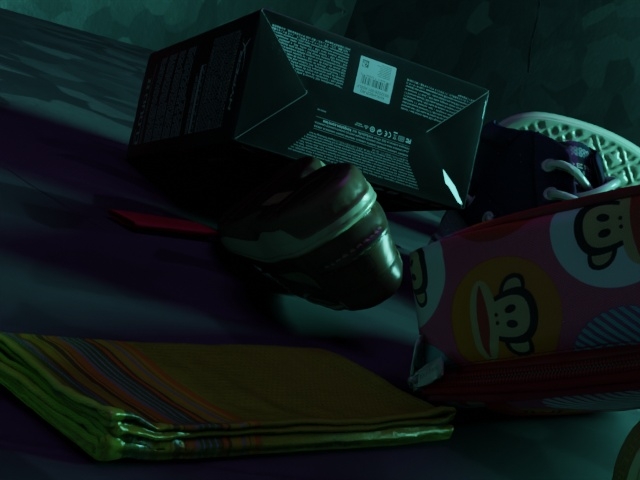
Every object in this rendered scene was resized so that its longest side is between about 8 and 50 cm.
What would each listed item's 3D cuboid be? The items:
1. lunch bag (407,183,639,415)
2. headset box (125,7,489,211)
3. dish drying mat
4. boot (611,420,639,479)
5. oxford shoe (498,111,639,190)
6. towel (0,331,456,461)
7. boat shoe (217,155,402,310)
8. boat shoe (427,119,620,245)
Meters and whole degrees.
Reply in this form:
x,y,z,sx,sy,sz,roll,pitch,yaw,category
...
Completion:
x,y,z,sx,sy,sz,roll,pitch,yaw,category
0.185,0.039,0.721,0.258,0.120,0.293,-11,-11,35,lunch bag
-0.028,-0.100,1.097,0.218,0.110,0.293,16,-7,-27,headset box
-0.113,-0.011,0.894,0.032,0.008,0.083,26,12,37,dish drying mat
0.288,0.144,0.540,0.262,0.095,0.203,9,11,-21,boot
0.372,-0.007,1.415,0.449,0.169,0.130,25,11,-11,oxford shoe
-0.039,0.065,0.567,0.102,0.021,0.237,28,12,38,towel
-0.006,0.005,0.854,0.095,0.095,0.257,54,-4,-10,boat shoe
0.204,0.000,1.023,0.127,0.158,0.340,15,10,-29,boat shoe
